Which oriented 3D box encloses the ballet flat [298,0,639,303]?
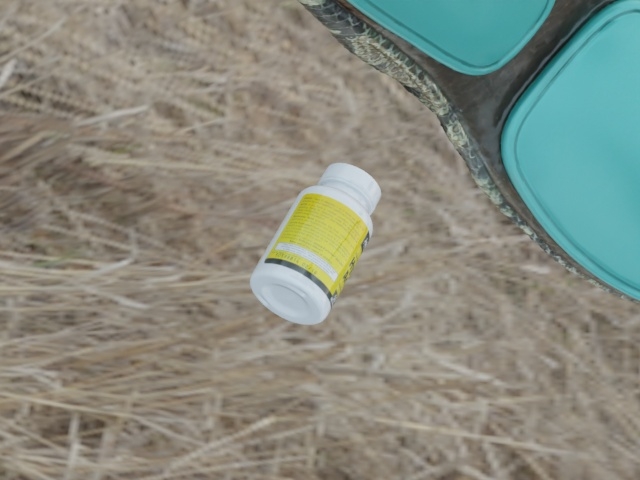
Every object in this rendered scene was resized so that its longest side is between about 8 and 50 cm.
[{"bbox_3d":[0.102,-0.132,1.056,0.164,0.182,0.483,-46,131,8],"label":"ballet flat"}]

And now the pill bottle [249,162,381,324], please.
[{"bbox_3d":[0.000,0.000,1.337,0.065,0.065,0.116,39,60,-17],"label":"pill bottle"}]
